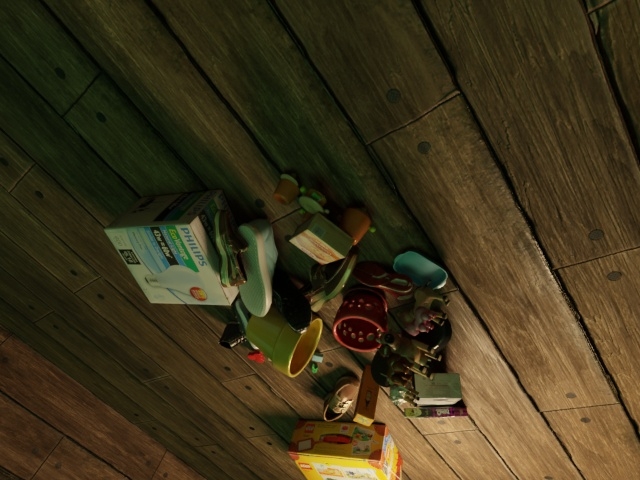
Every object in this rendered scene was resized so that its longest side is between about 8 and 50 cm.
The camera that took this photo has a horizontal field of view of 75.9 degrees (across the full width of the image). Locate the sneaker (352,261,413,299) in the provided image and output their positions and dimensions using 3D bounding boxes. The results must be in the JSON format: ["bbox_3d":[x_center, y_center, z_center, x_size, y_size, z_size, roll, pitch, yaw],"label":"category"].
[{"bbox_3d":[0.218,0.156,1.425,0.221,0.087,0.128,20,156,31],"label":"sneaker"}]

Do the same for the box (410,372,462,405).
[{"bbox_3d":[0.437,0.583,1.590,0.169,0.087,0.290,-2,153,6],"label":"box"}]

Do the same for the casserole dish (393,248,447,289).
[{"bbox_3d":[0.333,0.093,1.367,0.188,0.037,0.114,32,130,-6],"label":"casserole dish"}]

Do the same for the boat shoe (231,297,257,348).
[{"bbox_3d":[-0.317,0.353,1.735,0.076,0.080,0.229,-19,98,35],"label":"boat shoe"}]

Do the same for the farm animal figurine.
[{"bbox_3d":[0.286,0.330,1.346,0.172,0.330,0.327,18,145,37],"label":"farm animal figurine"}]

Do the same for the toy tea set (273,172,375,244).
[{"bbox_3d":[0.016,-0.106,1.296,0.336,0.124,0.200,40,158,-18],"label":"toy tea set"}]

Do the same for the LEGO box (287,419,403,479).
[{"bbox_3d":[0.138,1.139,2.151,0.500,0.193,0.373,-8,124,24],"label":"LEGO box"}]

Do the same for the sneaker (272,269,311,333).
[{"bbox_3d":[-0.111,0.244,1.522,0.107,0.283,0.124,-17,137,-18],"label":"sneaker"}]

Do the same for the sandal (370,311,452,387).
[{"bbox_3d":[0.350,0.436,1.560,0.107,0.168,0.446,17,134,-26],"label":"sandal"}]

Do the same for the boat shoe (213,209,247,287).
[{"bbox_3d":[-0.285,0.023,1.345,0.095,0.095,0.258,-5,102,3],"label":"boat shoe"}]

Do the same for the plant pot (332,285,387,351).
[{"bbox_3d":[0.153,0.276,1.481,0.191,0.174,0.191,10,129,12],"label":"plant pot"}]

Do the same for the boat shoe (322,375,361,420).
[{"bbox_3d":[0.099,0.743,1.904,0.123,0.116,0.324,24,131,0],"label":"boat shoe"}]

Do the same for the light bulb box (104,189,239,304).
[{"bbox_3d":[-0.487,0.032,1.477,0.361,0.225,0.358,-3,126,22],"label":"light bulb box"}]

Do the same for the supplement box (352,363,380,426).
[{"bbox_3d":[0.198,0.643,1.714,0.078,0.233,0.080,21,130,3],"label":"supplement box"}]

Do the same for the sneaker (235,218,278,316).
[{"bbox_3d":[-0.199,0.096,1.457,0.135,0.150,0.366,18,120,30],"label":"sneaker"}]

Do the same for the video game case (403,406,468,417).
[{"bbox_3d":[0.490,0.727,1.734,0.210,0.042,0.232,-14,153,28],"label":"video game case"}]

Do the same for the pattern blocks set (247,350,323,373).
[{"bbox_3d":[-0.156,0.519,1.860,0.324,0.026,0.285,21,135,-5],"label":"pattern blocks set"}]

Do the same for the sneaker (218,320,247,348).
[{"bbox_3d":[-0.332,0.422,1.798,0.222,0.118,0.083,-5,125,22],"label":"sneaker"}]

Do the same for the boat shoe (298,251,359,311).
[{"bbox_3d":[0.012,0.135,1.457,0.123,0.123,0.342,34,139,-4],"label":"boat shoe"}]

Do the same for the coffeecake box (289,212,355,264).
[{"bbox_3d":[0.000,0.000,1.278,0.142,0.068,0.185,36,160,-11],"label":"coffeecake box"}]

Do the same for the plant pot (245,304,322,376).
[{"bbox_3d":[-0.155,0.374,1.633,0.239,0.254,0.254,21,132,21],"label":"plant pot"}]
